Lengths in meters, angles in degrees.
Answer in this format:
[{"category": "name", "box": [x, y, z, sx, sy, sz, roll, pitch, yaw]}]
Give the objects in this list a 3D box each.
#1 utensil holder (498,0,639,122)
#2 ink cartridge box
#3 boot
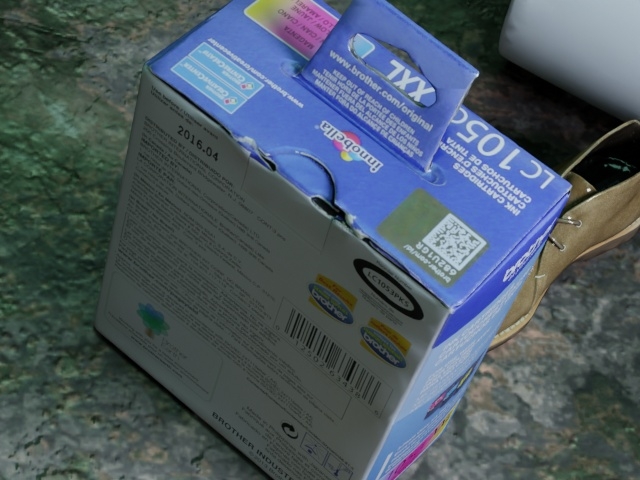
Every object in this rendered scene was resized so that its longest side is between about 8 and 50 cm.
[{"category": "utensil holder", "box": [0.391, -0.212, 1.512, 0.386, 0.327, 0.327, 26, 55, 8]}, {"category": "ink cartridge box", "box": [0.000, 0.000, 1.233, 0.270, 0.395, 0.151, 38, 57, 13]}, {"category": "boot", "box": [0.172, -0.008, 1.451, 0.305, 0.115, 0.112, -34, 71, -28]}]
